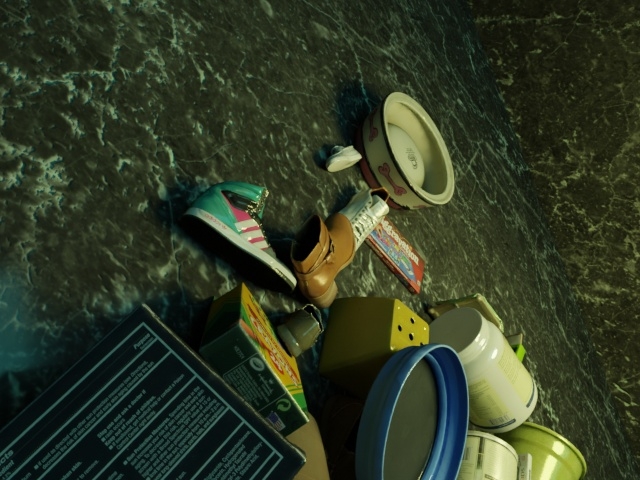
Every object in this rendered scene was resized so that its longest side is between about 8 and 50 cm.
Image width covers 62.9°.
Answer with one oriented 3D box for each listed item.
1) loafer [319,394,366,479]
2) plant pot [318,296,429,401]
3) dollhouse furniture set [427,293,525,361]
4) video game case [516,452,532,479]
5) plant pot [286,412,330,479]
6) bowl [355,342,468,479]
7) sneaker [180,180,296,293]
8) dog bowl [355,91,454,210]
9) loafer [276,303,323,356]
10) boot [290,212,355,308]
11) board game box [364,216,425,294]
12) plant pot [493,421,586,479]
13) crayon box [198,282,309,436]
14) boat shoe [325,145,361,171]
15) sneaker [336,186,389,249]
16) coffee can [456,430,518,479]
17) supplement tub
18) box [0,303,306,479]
[{"bbox_3d":[0.053,0.495,1.097,0.134,0.130,0.366,34,48,-34],"label":"loafer"},{"bbox_3d":[0.148,0.258,1.289,0.212,0.187,0.212,39,46,-29],"label":"plant pot"},{"bbox_3d":[0.510,0.258,1.704,0.301,0.197,0.151,51,41,-18],"label":"dollhouse furniture set"},{"bbox_3d":[0.495,0.687,1.464,0.022,0.190,0.173,47,42,-17],"label":"video game case"},{"bbox_3d":[-0.080,0.421,0.917,0.263,0.263,0.229,48,24,-22],"label":"plant pot"},{"bbox_3d":[0.204,0.412,1.118,0.391,0.077,0.391,-6,98,-51],"label":"bowl"},{"bbox_3d":[-0.147,-0.025,1.156,0.295,0.123,0.178,41,53,-26],"label":"sneaker"},{"bbox_3d":[0.279,-0.282,1.761,0.408,0.150,0.408,27,52,-40],"label":"dog bowl"},{"bbox_3d":[-0.031,0.187,1.112,0.094,0.087,0.251,58,-1,0],"label":"loafer"},{"bbox_3d":[0.000,0.000,1.261,0.220,0.109,0.283,67,38,-52],"label":"boot"},{"bbox_3d":[0.231,0.028,1.639,0.281,0.027,0.145,46,41,-23],"label":"board game box"},{"bbox_3d":[0.611,0.728,1.549,0.276,0.276,0.254,54,50,-14],"label":"plant pot"},{"bbox_3d":[-0.120,0.198,0.950,0.202,0.081,0.318,57,-2,-12],"label":"crayon box"},{"bbox_3d":[0.062,-0.253,1.563,0.184,0.066,0.063,-27,81,-51],"label":"boat shoe"},{"bbox_3d":[0.118,-0.067,1.481,0.106,0.123,0.290,51,41,-21],"label":"sneaker"},{"bbox_3d":[0.398,0.669,1.350,0.201,0.201,0.275,50,41,-20],"label":"coffee can"},{"bbox_3d":[0.466,0.381,1.551,0.325,0.235,0.235,52,40,-20],"label":"supplement tub"},{"bbox_3d":[-0.227,0.298,0.673,0.294,0.183,0.296,41,67,10],"label":"box"}]
